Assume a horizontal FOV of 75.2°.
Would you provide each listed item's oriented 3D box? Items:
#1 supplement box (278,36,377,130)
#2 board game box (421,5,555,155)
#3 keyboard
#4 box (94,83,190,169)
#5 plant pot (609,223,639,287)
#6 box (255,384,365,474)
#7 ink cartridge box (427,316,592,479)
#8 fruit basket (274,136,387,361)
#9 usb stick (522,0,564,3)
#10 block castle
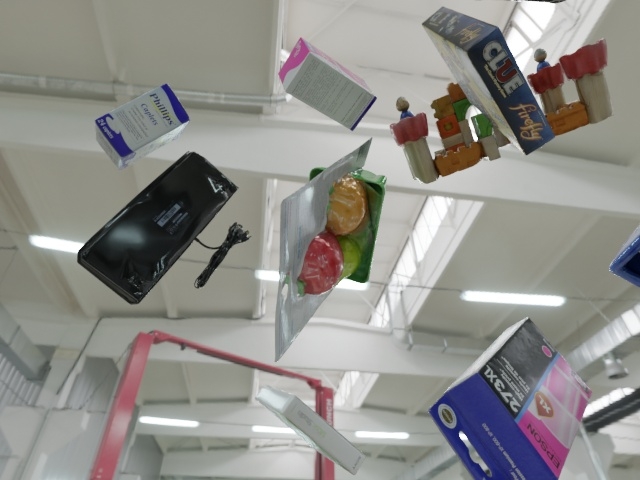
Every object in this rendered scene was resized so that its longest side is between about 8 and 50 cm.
[{"bbox_3d":[0.017,-0.393,1.057,0.220,0.111,0.114,18,-55,-33],"label":"supplement box"},{"bbox_3d":[0.229,-0.238,0.593,0.042,0.243,0.165,-34,-62,21],"label":"board game box"},{"bbox_3d":[-0.245,-0.014,0.747,0.201,0.317,0.033,42,-42,-14],"label":"keyboard"},{"bbox_3d":[-0.315,-0.197,0.734,0.072,0.137,0.126,57,-23,-15],"label":"box"},{"bbox_3d":[0.690,-0.016,0.695,0.236,0.212,0.236,34,-27,22],"label":"plant pot"},{"bbox_3d":[-0.042,0.486,1.099,0.232,0.058,0.322,43,-23,-6],"label":"box"},{"bbox_3d":[0.333,0.267,0.693,0.371,0.176,0.069,-16,-26,-46],"label":"ink cartridge box"},{"bbox_3d":[0.000,0.000,0.787,0.165,0.353,0.327,22,-53,24],"label":"fruit basket"},{"bbox_3d":[0.055,-0.168,0.223,0.278,0.045,0.077,-9,-7,-20],"label":"usb stick"},{"bbox_3d":[0.400,-0.312,1.004,0.453,0.303,0.213,-20,-82,13],"label":"block castle"}]
